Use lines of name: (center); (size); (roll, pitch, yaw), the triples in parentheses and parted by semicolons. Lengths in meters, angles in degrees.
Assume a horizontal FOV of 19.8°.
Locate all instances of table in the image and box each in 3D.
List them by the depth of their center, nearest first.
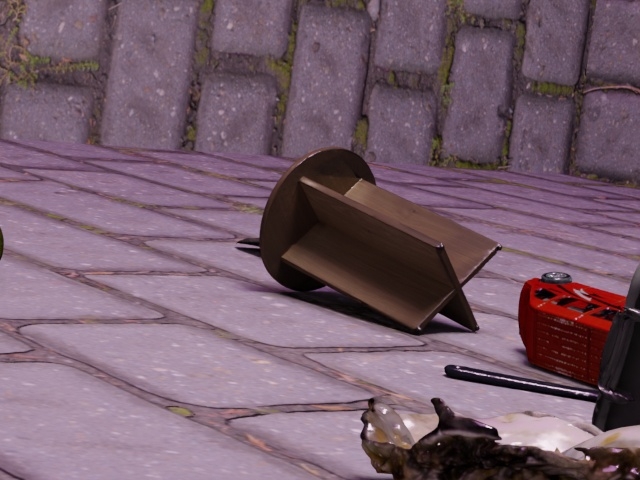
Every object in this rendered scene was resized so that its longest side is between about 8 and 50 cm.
table: (0.070, 0.013, 1.941); (0.167, 0.167, 0.227); (1, 19, -44)

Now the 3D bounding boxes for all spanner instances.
spanner: (0.213, 0.131, 1.638); (0.208, 0.012, 0.046); (8, 7, 12)

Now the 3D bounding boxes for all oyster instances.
oyster: (0.127, 0.144, 1.175); (0.214, 0.083, 0.223); (10, 1, -5)

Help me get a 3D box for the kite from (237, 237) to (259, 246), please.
kite: (0.000, 0.002, 2.224); (0.169, 0.015, 0.310); (6, -6, -11)

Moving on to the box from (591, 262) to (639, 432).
box: (0.336, 0.101, 1.467); (0.135, 0.163, 0.243); (23, 13, 33)

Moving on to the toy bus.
toy bus: (0.249, 0.090, 1.752); (0.089, 0.081, 0.195); (-9, 17, -35)

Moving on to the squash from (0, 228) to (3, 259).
squash: (-0.357, 0.004, 1.813); (0.080, 0.071, 0.318); (6, 7, -4)
